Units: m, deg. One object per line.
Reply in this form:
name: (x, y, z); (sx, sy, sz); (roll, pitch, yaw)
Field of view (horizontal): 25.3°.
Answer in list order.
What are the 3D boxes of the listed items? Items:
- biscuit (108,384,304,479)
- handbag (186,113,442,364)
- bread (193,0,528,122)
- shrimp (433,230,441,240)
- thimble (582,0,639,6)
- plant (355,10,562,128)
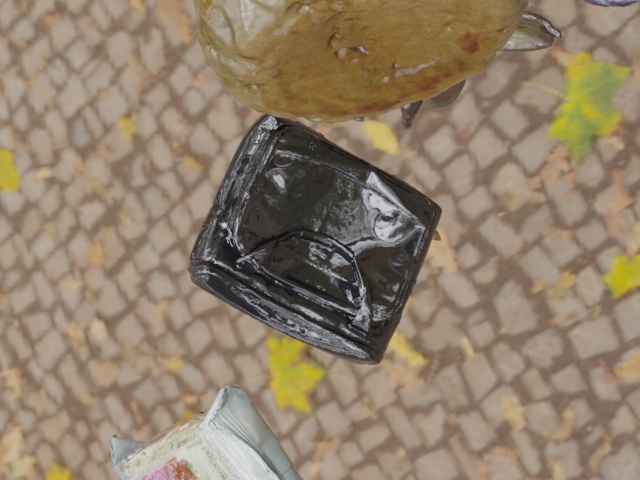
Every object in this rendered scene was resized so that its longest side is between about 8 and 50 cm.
biscuit: (-0.124, 0.268, 1.588); (0.309, 0.079, 0.186); (-31, 92, 50)
handbag: (0.000, 0.000, 1.714); (0.088, 0.275, 0.244); (-12, 51, 65)
bread: (0.024, -0.174, 0.951); (0.230, 0.230, 0.123); (-31, 58, 37)
shrimp: (0.146, -0.014, 1.967); (0.059, 0.108, 0.023); (33, 101, 26)
thimble: (0.368, -0.394, 1.708); (0.237, 0.150, 0.237); (24, 133, 29)
plant: (0.055, -0.201, 1.279); (0.234, 0.204, 0.178); (53, 168, 5)
